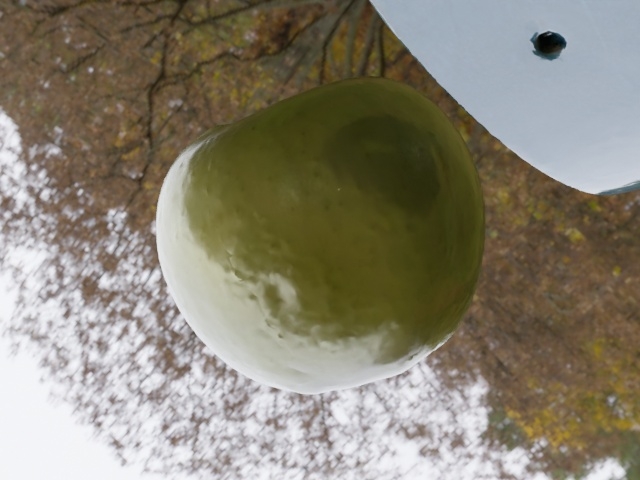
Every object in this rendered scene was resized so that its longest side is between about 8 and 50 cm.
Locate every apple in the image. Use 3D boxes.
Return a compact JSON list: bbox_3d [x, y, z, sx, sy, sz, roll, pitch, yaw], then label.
[{"bbox_3d":[0.006,0.000,0.772,0.233,0.295,0.258,-89,-19,-85],"label":"apple"}]

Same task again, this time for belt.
[{"bbox_3d":[0.178,-0.207,0.554,0.436,0.173,0.300,30,-124,-41],"label":"belt"}]
